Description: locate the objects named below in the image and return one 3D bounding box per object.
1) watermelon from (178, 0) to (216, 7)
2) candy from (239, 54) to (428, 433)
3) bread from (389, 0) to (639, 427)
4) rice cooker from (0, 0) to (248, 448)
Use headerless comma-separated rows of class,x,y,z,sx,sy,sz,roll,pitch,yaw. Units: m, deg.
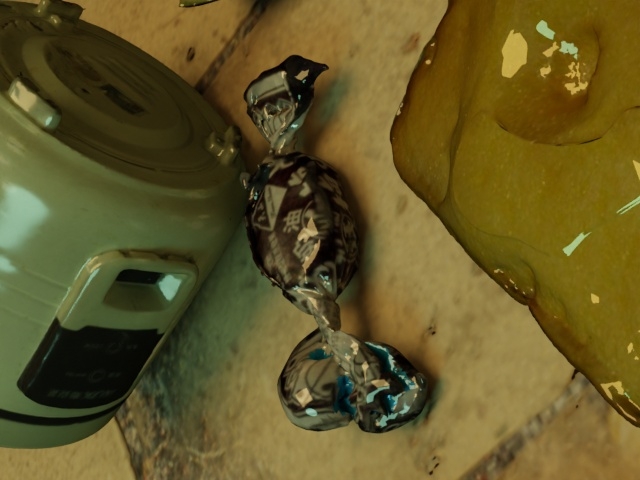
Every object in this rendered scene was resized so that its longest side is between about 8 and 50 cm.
watermelon,-0.044,-0.251,0.782,0.193,0.137,0.145,-47,15,34
candy,0.000,0.000,0.711,0.094,0.051,0.226,-34,59,29
bread,0.119,-0.046,0.548,0.161,0.088,0.233,-59,41,17
rice cooker,-0.176,-0.002,0.783,0.244,0.226,0.226,-52,47,25
